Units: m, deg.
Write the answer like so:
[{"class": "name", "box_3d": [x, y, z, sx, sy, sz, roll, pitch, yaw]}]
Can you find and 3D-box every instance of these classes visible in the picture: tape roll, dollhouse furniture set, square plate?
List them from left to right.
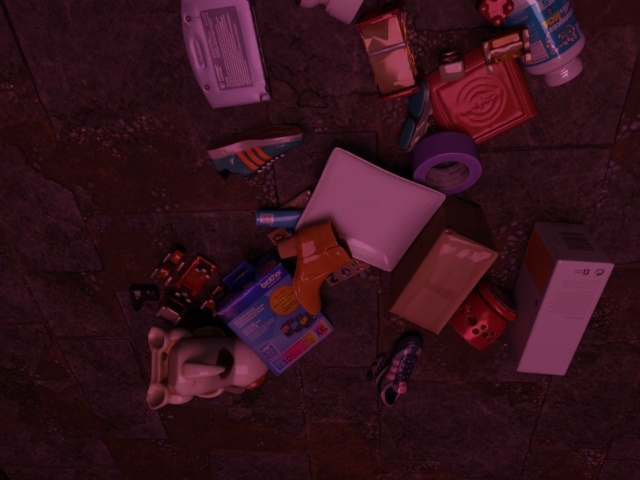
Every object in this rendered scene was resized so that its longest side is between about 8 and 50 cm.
[{"class": "dollhouse furniture set", "box_3d": [-0.474, 0.165, 1.683, 0.262, 0.135, 0.259, 37, 107, -18]}, {"class": "square plate", "box_3d": [0.137, -0.086, 1.416, 0.346, 0.049, 0.344, 22, 130, -8]}, {"class": "dollhouse furniture set", "box_3d": [0.290, -0.490, 1.130, 0.373, 0.152, 0.201, -10, 122, 21]}, {"class": "tape roll", "box_3d": [0.352, -0.213, 1.333, 0.188, 0.080, 0.189, 1, 148, 0]}]

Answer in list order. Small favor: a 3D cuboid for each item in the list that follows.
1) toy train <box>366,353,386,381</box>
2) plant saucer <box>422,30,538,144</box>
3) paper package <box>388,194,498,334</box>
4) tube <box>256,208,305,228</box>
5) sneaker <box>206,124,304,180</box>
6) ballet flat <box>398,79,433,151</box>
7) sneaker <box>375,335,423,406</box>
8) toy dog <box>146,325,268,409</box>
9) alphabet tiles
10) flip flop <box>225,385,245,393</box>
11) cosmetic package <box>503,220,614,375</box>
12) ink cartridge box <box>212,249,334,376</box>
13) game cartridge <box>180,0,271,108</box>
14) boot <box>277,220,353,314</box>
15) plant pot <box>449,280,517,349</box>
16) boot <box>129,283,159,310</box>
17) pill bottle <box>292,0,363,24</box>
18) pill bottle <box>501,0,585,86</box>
[{"class": "toy train", "box_3d": [0.221, 0.507, 1.883, 0.036, 0.027, 0.158, 24, 122, 2]}, {"class": "plant saucer", "box_3d": [0.432, -0.380, 1.284, 0.258, 0.048, 0.259, -25, 118, 19]}, {"class": "paper package", "box_3d": [0.354, 0.058, 1.413, 0.168, 0.310, 0.325, 25, 120, -3]}, {"class": "tube", "box_3d": [-0.101, -0.068, 1.507, 0.206, 0.052, 0.080, 3, 129, 0]}, {"class": "sneaker", "box_3d": [-0.179, -0.253, 1.386, 0.301, 0.108, 0.121, -8, 123, 19]}, {"class": "ballet flat", "box_3d": [0.274, -0.343, 1.307, 0.068, 0.072, 0.213, -10, 136, -24]}, {"class": "sneaker", "box_3d": [0.317, 0.505, 1.803, 0.112, 0.131, 0.319, 10, 124, -16]}, {"class": "toy dog", "box_3d": [-0.375, 0.426, 1.716, 0.407, 0.285, 0.395, 6, 156, -41]}, {"class": "alphabet tiles", "box_3d": [0.000, 0.000, 1.562, 0.285, 0.011, 0.343, -30, 112, 27]}, {"class": "flip flop", "box_3d": [-0.448, 0.596, 1.961, 0.276, 0.080, 0.112, 16, 123, -6]}, {"class": "cosmetic package", "box_3d": [0.737, 0.189, 1.518, 0.161, 0.230, 0.454, 4, 122, 3]}, {"class": "ink cartridge box", "box_3d": [-0.176, 0.227, 1.608, 0.270, 0.151, 0.396, -39, 113, -4]}, {"class": "game cartridge", "box_3d": [-0.254, -0.510, 1.254, 0.197, 0.062, 0.298, -2, 123, 11]}, {"class": "boot", "box_3d": [0.008, 0.093, 1.476, 0.211, 0.104, 0.295, -16, 111, 23]}, {"class": "plant pot", "box_3d": [0.544, 0.242, 1.592, 0.191, 0.191, 0.174, 33, 113, -16]}, {"class": "boot", "box_3d": [-0.652, 0.216, 1.758, 0.099, 0.045, 0.121, 2, 122, 0]}, {"class": "pill bottle", "box_3d": [-0.063, -0.664, 1.037, 0.391, 0.224, 0.224, 26, 121, -12]}, {"class": "pill bottle", "box_3d": [0.535, -0.507, 1.135, 0.146, 0.146, 0.264, -31, 116, 22]}]
